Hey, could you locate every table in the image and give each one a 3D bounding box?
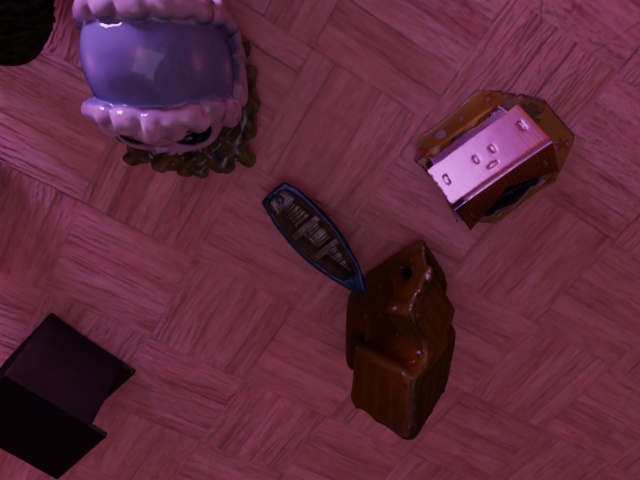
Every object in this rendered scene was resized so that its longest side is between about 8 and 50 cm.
[{"bbox_3d":[-0.483,0.283,0.926,0.172,0.169,0.193,-42,111,19],"label":"table"}]

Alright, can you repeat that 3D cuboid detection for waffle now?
[{"bbox_3d":[-0.200,-0.187,0.749,0.223,0.054,0.204,3,117,-3],"label":"waffle"}]

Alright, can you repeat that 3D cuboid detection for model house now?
[{"bbox_3d":[0.274,-0.107,0.747,0.219,0.136,0.207,-34,111,16],"label":"model house"},{"bbox_3d":[0.125,0.164,0.828,0.173,0.239,0.268,1,116,4],"label":"model house"}]

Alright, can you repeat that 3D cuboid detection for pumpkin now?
[{"bbox_3d":[-0.406,-0.284,0.639,0.278,0.111,0.163,-1,131,13],"label":"pumpkin"}]

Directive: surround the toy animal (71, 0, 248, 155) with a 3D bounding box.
[{"bbox_3d":[-0.200,-0.203,0.633,0.208,0.156,0.204,0,106,-3],"label":"toy animal"}]

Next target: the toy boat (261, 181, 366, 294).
[{"bbox_3d":[0.000,0.000,0.840,0.080,0.046,0.229,-40,106,16],"label":"toy boat"}]
